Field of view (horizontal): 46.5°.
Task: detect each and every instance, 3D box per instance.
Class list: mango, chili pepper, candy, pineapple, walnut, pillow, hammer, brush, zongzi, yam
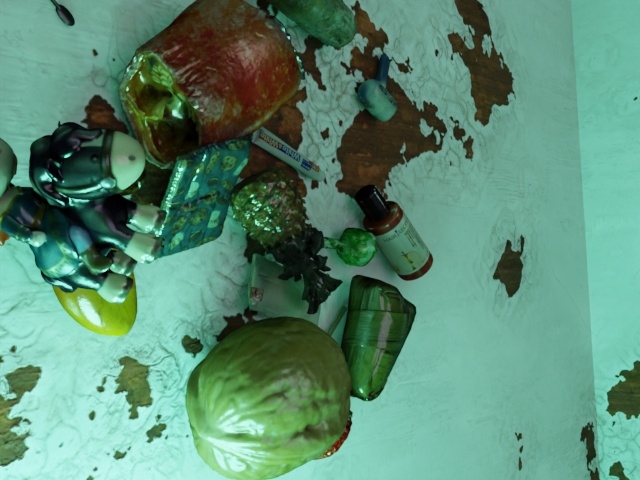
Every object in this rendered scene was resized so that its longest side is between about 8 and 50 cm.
[{"bbox_3d":[-0.375,0.067,1.239,0.141,0.102,0.217,-69,141,-59],"label":"mango"},{"bbox_3d":[-0.204,-0.297,1.372,0.305,0.229,0.251,-51,137,-39],"label":"chili pepper"},{"bbox_3d":[0.001,0.002,1.698,0.324,0.097,0.097,10,79,-40],"label":"candy"},{"bbox_3d":[-0.067,0.006,1.532,0.310,0.141,0.170,60,28,-13],"label":"pineapple"},{"bbox_3d":[-0.099,0.296,1.393,0.333,0.333,0.332,6,82,-48],"label":"walnut"},{"bbox_3d":[-0.076,0.120,1.604,0.229,0.051,0.128,31,52,-45],"label":"pillow"},{"bbox_3d":[0.155,-0.407,1.914,0.116,0.070,0.193,40,50,-39],"label":"hammer"},{"bbox_3d":[-0.448,-0.400,1.264,0.083,0.008,0.024,52,52,-31],"label":"brush"},{"bbox_3d":[-0.221,-0.076,1.364,0.189,0.034,0.255,-26,149,-48],"label":"pillow"},{"bbox_3d":[0.157,0.249,1.813,0.300,0.139,0.286,27,72,-59],"label":"zongzi"},{"bbox_3d":[-0.035,-0.539,1.658,0.330,0.133,0.133,30,64,-45],"label":"yam"},{"bbox_3d":[0.026,0.217,1.713,0.028,0.060,0.195,59,44,-26],"label":"hammer"}]

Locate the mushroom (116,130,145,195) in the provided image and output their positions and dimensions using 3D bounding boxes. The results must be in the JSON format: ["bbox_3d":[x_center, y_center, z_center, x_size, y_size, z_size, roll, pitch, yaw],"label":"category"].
[{"bbox_3d":[-0.360,-0.134,1.306,0.123,0.052,0.123,13,74,-55],"label":"mushroom"}]

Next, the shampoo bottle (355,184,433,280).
[{"bbox_3d":[0.177,-0.025,1.864,0.278,0.104,0.104,52,51,-31],"label":"shampoo bottle"}]

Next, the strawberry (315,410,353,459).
[{"bbox_3d":[-0.002,0.406,1.622,0.131,0.131,0.148,34,92,-42],"label":"strawberry"}]

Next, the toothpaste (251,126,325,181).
[{"bbox_3d":[-0.070,-0.189,1.658,0.218,0.033,0.052,30,60,-38],"label":"toothpaste"}]

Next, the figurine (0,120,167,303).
[{"bbox_3d":[-0.416,-0.052,1.022,0.306,0.412,0.241,100,-4,-51],"label":"figurine"}]
